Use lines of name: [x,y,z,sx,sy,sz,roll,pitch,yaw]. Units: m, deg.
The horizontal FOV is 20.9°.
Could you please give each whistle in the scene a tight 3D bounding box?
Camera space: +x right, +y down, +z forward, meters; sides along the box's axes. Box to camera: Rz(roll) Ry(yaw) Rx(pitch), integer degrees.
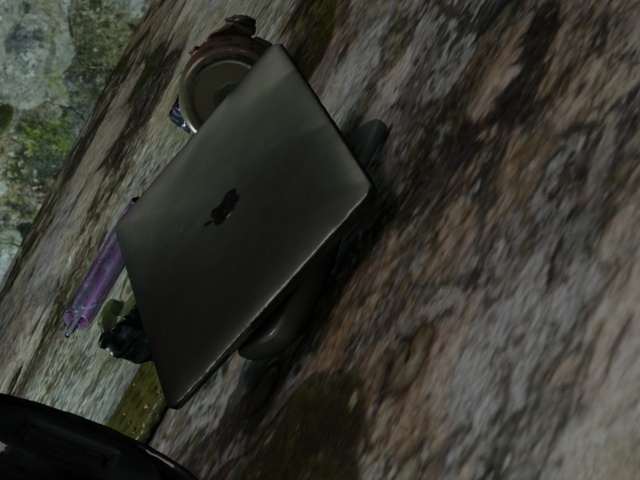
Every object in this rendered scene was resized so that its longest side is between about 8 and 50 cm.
whistle: [-0.234,0.030,1.899,0.176,0.033,0.033,-58,13,11]

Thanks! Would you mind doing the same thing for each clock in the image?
clock: [-0.162,0.143,1.074,0.184,0.184,0.040,-142,72,-77]

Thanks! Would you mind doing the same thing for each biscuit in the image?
biscuit: [-0.149,0.144,1.385,0.231,0.016,0.139,-62,14,1]

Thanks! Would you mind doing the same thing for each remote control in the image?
remote control: [0.000,0.000,1.097,0.050,0.027,0.184,-28,30,51]

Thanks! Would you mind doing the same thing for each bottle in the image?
bottle: [-0.079,-0.145,1.545,0.099,0.099,0.152,-58,10,16]

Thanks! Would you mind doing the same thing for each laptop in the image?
laptop: [-0.058,-0.018,1.147,0.188,0.015,0.269,-47,28,10]

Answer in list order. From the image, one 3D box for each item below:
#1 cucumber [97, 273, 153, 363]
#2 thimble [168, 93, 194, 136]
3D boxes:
cucumber: [-0.070,0.002,1.239,0.193,0.085,0.115,-47,19,27]
thimble: [-0.097,-0.145,1.672,0.095,0.066,0.104,-48,16,42]
